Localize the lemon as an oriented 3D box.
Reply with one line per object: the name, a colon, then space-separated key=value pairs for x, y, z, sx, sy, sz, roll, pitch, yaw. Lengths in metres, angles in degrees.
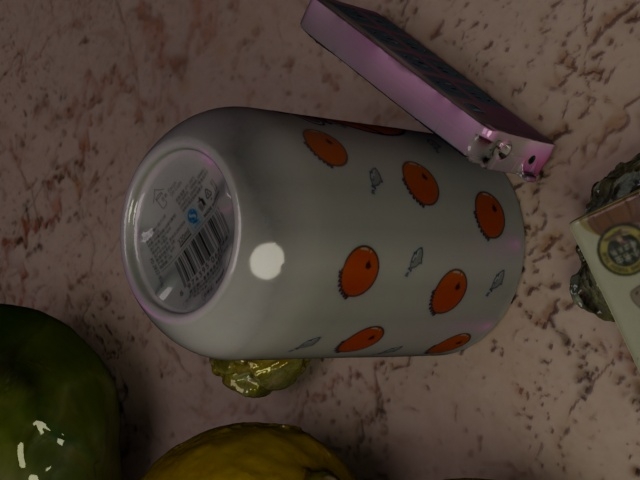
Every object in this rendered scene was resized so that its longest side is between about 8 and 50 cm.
lemon: x=-0.078 y=0.306 z=1.078 sx=0.260 sy=0.261 sz=0.284 roll=69 pitch=153 yaw=21

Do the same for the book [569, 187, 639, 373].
book: x=0.322 y=0.065 z=0.817 sx=0.202 sy=0.027 sz=0.264 roll=-28 pitch=82 yaw=36

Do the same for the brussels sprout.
brussels sprout: x=-0.389 y=0.241 z=1.350 sx=0.268 sy=0.344 sz=0.344 roll=124 pitch=137 yaw=-72

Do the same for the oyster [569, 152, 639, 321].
oyster: x=0.262 y=-0.012 z=0.899 sx=0.125 sy=0.064 sz=0.177 roll=30 pitch=112 yaw=36

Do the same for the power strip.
power strip: x=0.093 y=-0.145 z=1.033 sx=0.279 sy=0.109 sz=0.037 roll=44 pitch=116 yaw=35

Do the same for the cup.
cup: x=0.000 y=0.000 z=0.970 sx=0.212 sy=0.317 sz=0.212 roll=-2 pitch=87 yaw=43

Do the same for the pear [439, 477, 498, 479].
pear: x=0.110 y=0.319 z=0.879 sx=0.281 sy=0.281 sz=0.280 roll=-3 pitch=86 yaw=44

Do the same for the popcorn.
popcorn: x=-0.067 y=0.107 z=1.175 sx=0.121 sy=0.106 sz=0.116 roll=8 pitch=103 yaw=43
